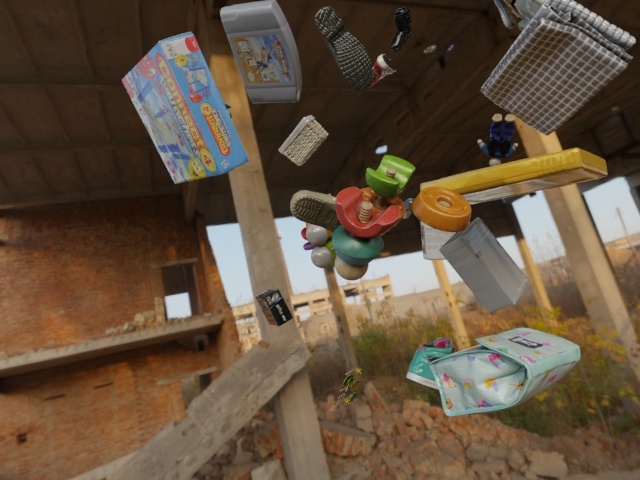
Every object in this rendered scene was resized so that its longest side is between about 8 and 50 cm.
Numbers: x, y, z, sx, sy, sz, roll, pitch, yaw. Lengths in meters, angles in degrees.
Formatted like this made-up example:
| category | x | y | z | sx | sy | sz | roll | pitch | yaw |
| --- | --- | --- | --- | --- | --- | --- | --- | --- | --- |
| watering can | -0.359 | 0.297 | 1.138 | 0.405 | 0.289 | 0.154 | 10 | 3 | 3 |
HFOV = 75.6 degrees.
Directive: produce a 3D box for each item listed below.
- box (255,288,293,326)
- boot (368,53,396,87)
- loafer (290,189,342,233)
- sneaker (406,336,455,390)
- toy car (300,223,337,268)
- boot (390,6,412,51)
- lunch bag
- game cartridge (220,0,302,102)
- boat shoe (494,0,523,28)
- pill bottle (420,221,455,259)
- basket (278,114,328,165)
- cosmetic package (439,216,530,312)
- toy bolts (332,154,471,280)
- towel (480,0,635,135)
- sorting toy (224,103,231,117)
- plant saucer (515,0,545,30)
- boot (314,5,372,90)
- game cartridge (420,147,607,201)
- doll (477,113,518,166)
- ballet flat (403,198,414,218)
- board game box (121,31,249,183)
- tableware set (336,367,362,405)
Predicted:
| category | x | y | z | sx | sy | sz | roll | pitch | yaw |
| --- | --- | --- | --- | --- | --- | --- | --- | --- | --- |
| box | -0.211 | 0.299 | 1.856 | 0.077 | 0.148 | 0.180 | -28 | 2 | -22 |
| boot | 0.247 | -0.765 | 1.898 | 0.176 | 0.089 | 0.244 | -25 | 6 | 22 |
| loafer | 0.036 | -0.075 | 1.111 | 0.268 | 0.092 | 0.102 | 23 | -66 | -30 |
| sneaker | 0.448 | 0.441 | 1.466 | 0.295 | 0.179 | 0.123 | 22 | -11 | -23 |
| toy car | 0.000 | 0.000 | 1.344 | 0.136 | 0.182 | 0.159 | -1 | 19 | 36 |
| boot | 0.270 | -0.723 | 1.409 | 0.121 | 0.045 | 0.099 | -52 | -37 | -15 |
| lunch bag | 0.424 | 0.295 | 0.944 | 0.223 | 0.160 | 0.262 | -1 | -27 | -33 |
| game cartridge | -0.164 | -0.558 | 1.252 | 0.197 | 0.062 | 0.297 | 9 | -40 | 25 |
| boat shoe | 0.686 | -0.880 | 1.512 | 0.066 | 0.183 | 0.066 | -17 | 20 | 50 |
| pill bottle | 0.461 | -0.043 | 1.618 | 0.131 | 0.230 | 0.131 | -5 | 3 | 0 |
| basket | -0.061 | -0.379 | 1.578 | 0.167 | 0.103 | 0.113 | -46 | 4 | 25 |
| cosmetic package | 0.469 | 0.072 | 1.182 | 0.127 | 0.238 | 0.107 | -38 | -5 | -36 |
| toy bolts | 0.122 | -0.015 | 0.728 | 0.228 | 0.218 | 0.159 | -35 | -31 | -42 |
| towel | 0.569 | -0.418 | 1.023 | 0.121 | 0.235 | 0.284 | -52 | -5 | -23 |
| sorting toy | -0.356 | -0.477 | 1.531 | 0.042 | 0.102 | 0.061 | -11 | -44 | -58 |
| plant saucer | 0.895 | -0.828 | 1.624 | 0.400 | 0.401 | 0.101 | 0 | -42 | -46 |
| boot | 0.074 | -0.541 | 1.183 | 0.083 | 0.247 | 0.161 | -30 | 7 | 12 |
| game cartridge | 0.438 | -0.133 | 0.936 | 0.323 | 0.053 | 0.285 | -7 | -2 | 44 |
| doll | 0.593 | -0.328 | 1.380 | 0.128 | 0.046 | 0.189 | 7 | -43 | 20 |
| ballet flat | 0.423 | -0.147 | 2.055 | 0.074 | 0.074 | 0.203 | -12 | -11 | -8 |
| board game box | -0.349 | -0.309 | 1.044 | 0.086 | 0.309 | 0.301 | -35 | 23 | -33 |
| tableware set | 0.111 | 0.510 | 1.433 | 0.104 | 0.154 | 0.024 | -8 | 30 | -44 |
